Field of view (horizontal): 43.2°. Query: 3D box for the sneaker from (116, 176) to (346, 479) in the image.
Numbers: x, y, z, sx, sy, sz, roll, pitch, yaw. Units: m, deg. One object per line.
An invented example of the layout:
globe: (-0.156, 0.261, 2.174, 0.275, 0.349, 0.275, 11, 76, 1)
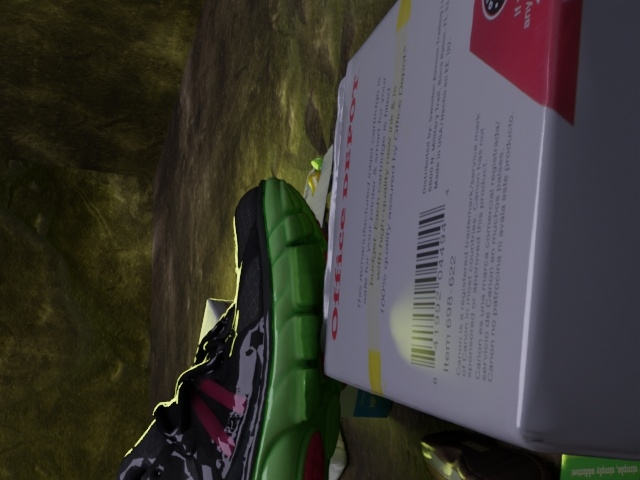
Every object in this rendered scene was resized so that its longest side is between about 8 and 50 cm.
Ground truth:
sneaker: (-0.083, 0.157, 0.737, 0.185, 0.202, 0.483, 54, -142, -61)

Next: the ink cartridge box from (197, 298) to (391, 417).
ink cartridge box: (-0.031, 0.137, 0.946, 0.148, 0.203, 0.086, -137, 56, -66)

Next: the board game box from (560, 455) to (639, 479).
board game box: (0.209, 0.106, 0.530, 0.124, 0.039, 0.260, 173, 106, -72)

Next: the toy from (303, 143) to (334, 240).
toy: (0.000, 0.000, 1.130, 0.137, 0.056, 0.238, 139, 140, -68)

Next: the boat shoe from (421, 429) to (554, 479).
boat shoe: (0.140, 0.210, 0.667, 0.190, 0.068, 0.072, 173, 91, -80)

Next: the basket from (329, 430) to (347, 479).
basket: (-0.047, 0.288, 1.080, 0.103, 0.113, 0.167, -99, 25, -43)

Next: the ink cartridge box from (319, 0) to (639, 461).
ink cartridge box: (0.123, -0.033, 0.517, 0.384, 0.160, 0.280, 161, 115, -77)
